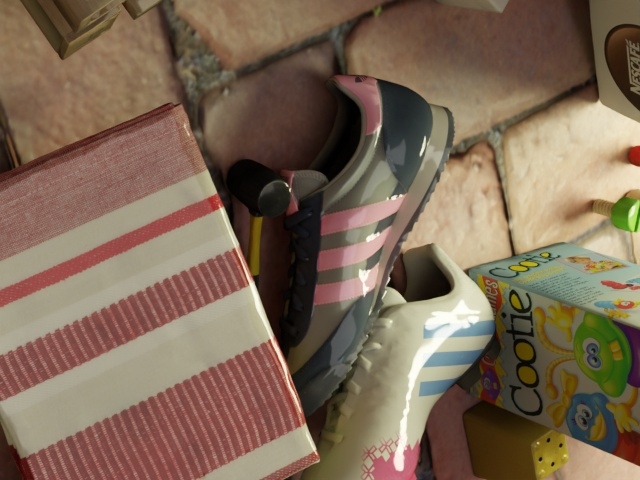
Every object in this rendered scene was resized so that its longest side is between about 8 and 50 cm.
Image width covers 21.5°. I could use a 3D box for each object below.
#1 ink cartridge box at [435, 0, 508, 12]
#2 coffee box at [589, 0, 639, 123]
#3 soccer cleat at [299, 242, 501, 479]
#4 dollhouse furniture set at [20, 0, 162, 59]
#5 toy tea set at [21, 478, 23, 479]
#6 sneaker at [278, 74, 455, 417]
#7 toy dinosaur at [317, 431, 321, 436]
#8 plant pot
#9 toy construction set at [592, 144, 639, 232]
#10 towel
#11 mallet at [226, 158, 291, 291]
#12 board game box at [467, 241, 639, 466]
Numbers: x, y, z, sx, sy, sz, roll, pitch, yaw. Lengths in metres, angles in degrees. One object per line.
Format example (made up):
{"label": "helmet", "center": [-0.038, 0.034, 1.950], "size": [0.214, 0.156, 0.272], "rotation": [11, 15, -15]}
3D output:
{"label": "ink cartridge box", "center": [0.146, -0.331, 1.541], "size": [0.148, 0.086, 0.203], "rotation": [36, 79, -40]}
{"label": "coffee box", "center": [0.482, -0.279, 1.619], "size": [0.338, 0.334, 0.337], "rotation": [-43, 144, -21]}
{"label": "soccer cleat", "center": [0.050, 0.132, 1.561], "size": [0.143, 0.116, 0.331], "rotation": [57, 45, -19]}
{"label": "dollhouse furniture set", "center": [-0.088, -0.307, 1.227], "size": [0.355, 0.303, 0.173], "rotation": [-36, 97, -9]}
{"label": "toy tea set", "center": [-0.135, 0.177, 1.475], "size": [0.200, 0.124, 0.336], "rotation": [32, 85, -10]}
{"label": "sneaker", "center": [0.000, 0.000, 1.526], "size": [0.131, 0.112, 0.319], "rotation": [26, 84, -24]}
{"label": "toy dinosaur", "center": [0.033, 0.207, 1.643], "size": [0.082, 0.047, 0.090], "rotation": [46, 62, -57]}
{"label": "plant pot", "center": [0.211, 0.209, 1.756], "size": [0.081, 0.083, 0.081], "rotation": [-28, 120, -30]}
{"label": "toy construction set", "center": [0.432, 0.064, 1.790], "size": [0.257, 0.237, 0.308], "rotation": [-32, 121, -28]}
{"label": "towel", "center": [-0.159, 0.082, 1.368], "size": [0.237, 0.037, 0.329], "rotation": [-25, 102, -17]}
{"label": "mallet", "center": [-0.065, 0.018, 1.514], "size": [0.039, 0.062, 0.189], "rotation": [-8, 123, -30]}
{"label": "board game box", "center": [0.289, 0.111, 1.663], "size": [0.144, 0.275, 0.142], "rotation": [-14, 112, -36]}
